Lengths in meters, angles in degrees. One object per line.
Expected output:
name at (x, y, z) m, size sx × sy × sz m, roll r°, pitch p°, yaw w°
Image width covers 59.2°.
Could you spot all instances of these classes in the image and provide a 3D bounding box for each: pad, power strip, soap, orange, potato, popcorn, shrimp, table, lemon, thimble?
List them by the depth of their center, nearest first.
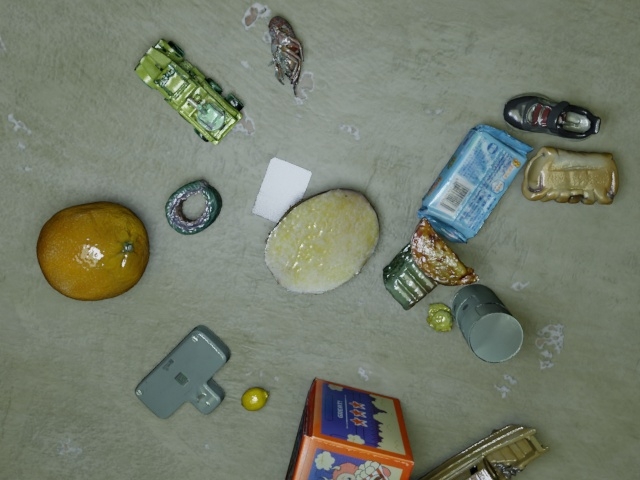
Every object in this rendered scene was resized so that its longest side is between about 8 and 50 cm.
orange at (-0.531, 0.023, 1.336) m, size 0.265 × 0.264 × 0.263 m, roll 0°, pitch 101°, yaw 1°
shrimp at (-0.080, -0.434, 1.338) m, size 0.073 × 0.075 × 0.190 m, roll -22°, pitch 113°, yaw -27°
table at (0.399, 0.197, 1.371) m, size 0.127 × 0.220 × 0.126 m, roll 0°, pitch 103°, yaw 2°
soap at (0.370, -0.139, 1.378) m, size 0.156 × 0.077 × 0.293 m, roll 32°, pitch 101°, yaw -6°
potato at (0.000, 0.000, 1.397) m, size 0.299 × 0.116 × 0.239 m, roll -37°, pitch 105°, yaw -4°
thimble at (-0.314, -0.081, 1.399) m, size 0.135 × 0.090 × 0.118 m, roll -39°, pitch 100°, yaw 6°
pad at (-0.099, -0.122, 1.430) m, size 0.112 × 0.003 × 0.157 m, roll 22°, pitch 101°, yaw -3°
popcorn at (0.311, 0.199, 1.457) m, size 0.060 × 0.068 × 0.083 m, roll -8°, pitch 62°, yaw -20°
power strip at (-0.344, 0.376, 1.503) m, size 0.265 × 0.059 × 0.193 m, roll -44°, pitch 93°, yaw 9°
lemon at (-0.175, 0.424, 1.508) m, size 0.083 × 0.062 × 0.062 m, roll -25°, pitch 99°, yaw 6°

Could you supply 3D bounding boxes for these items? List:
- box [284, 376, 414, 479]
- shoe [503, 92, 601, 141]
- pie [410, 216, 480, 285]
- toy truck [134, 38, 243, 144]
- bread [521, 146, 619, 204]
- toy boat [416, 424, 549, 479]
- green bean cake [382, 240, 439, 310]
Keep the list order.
box at (0.046, 0.584, 1.404) m, size 0.257 × 0.318 × 0.348 m, roll 15°, pitch 102°, yaw 0°
shoe at (0.552, -0.291, 1.327) m, size 0.228 × 0.112 × 0.099 m, roll 11°, pitch 102°, yaw -3°
pie at (0.265, 0.045, 1.260) m, size 0.088 × 0.033 × 0.191 m, roll -43°, pitch 91°, yaw 9°
toy truck at (-0.314, -0.355, 1.324) m, size 0.259 × 0.135 × 0.128 m, roll 45°, pitch 98°, yaw -4°
bread at (0.607, -0.154, 1.369) m, size 0.225 × 0.081 × 0.134 m, roll 6°, pitch 96°, yaw 2°
toy boat at (0.390, 0.633, 1.486) m, size 0.446 × 0.162 × 0.136 m, roll -38°, pitch 95°, yaw 8°
green bean cake at (0.234, 0.064, 1.369) m, size 0.094 × 0.181 × 0.173 m, roll 45°, pitch 101°, yaw -5°
